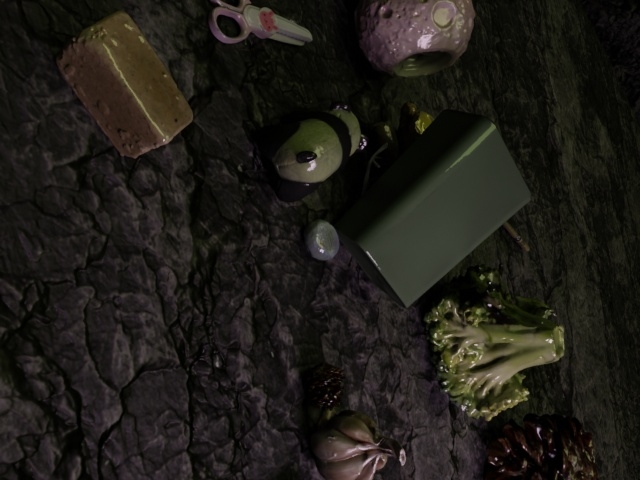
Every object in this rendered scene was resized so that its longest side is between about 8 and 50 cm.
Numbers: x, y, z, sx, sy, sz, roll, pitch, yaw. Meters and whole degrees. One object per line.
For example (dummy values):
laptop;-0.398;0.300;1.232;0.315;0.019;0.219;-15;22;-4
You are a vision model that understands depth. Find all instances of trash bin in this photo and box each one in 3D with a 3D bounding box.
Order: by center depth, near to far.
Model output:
trash bin;0.215;-0.061;1.286;0.343;0.158;0.223;-43;121;-6

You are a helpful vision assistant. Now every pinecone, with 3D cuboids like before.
pinecone;0.008;0.258;1.141;0.077;0.077;0.084;7;82;-49
pinecone;0.523;0.555;1.545;0.295;0.242;0.299;28;62;-32

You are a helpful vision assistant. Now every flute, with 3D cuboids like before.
flute;0.552;-0.030;1.880;0.233;0.027;0.027;39;54;-38

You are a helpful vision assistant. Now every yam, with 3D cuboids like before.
yam;0.171;-0.140;1.436;0.061;0.061;0.253;-33;105;-48

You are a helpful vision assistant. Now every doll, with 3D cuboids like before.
doll;-0.010;-0.168;1.177;0.234;0.135;0.144;-41;114;-50

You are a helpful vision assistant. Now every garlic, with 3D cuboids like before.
garlic;0.070;0.363;1.107;0.127;0.194;0.131;-46;121;-34

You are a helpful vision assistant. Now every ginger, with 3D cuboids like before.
ginger;0.239;-0.198;1.440;0.102;0.157;0.216;-21;65;-25

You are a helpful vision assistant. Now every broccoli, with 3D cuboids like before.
broccoli;0.389;0.218;1.433;0.293;0.280;0.348;41;52;-37

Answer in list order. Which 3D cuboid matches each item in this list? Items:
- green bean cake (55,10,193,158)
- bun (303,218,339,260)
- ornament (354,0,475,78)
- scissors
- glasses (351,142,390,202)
green bean cake;-0.270;-0.211;0.897;0.179;0.109;0.085;58;45;-23
bun;0.000;0.000;1.213;0.083;0.045;0.083;15;71;-50
ornament;0.201;-0.483;1.398;0.259;0.259;0.225;-1;77;-49
scissors;-0.107;-0.400;1.193;0.242;0.030;0.118;4;79;-47
glasses;0.106;-0.149;1.329;0.104;0.062;0.140;78;30;-52
